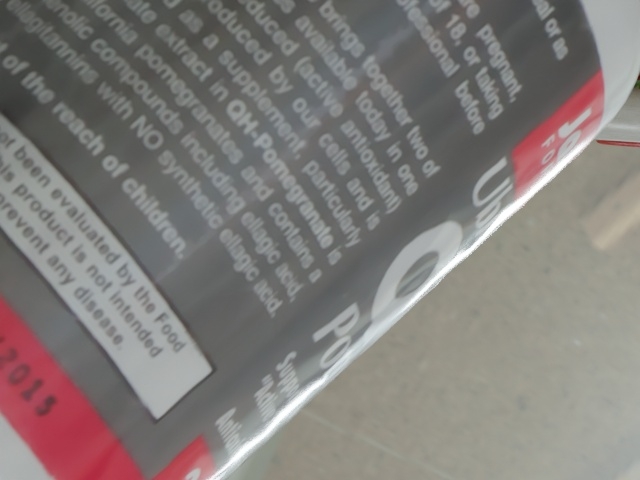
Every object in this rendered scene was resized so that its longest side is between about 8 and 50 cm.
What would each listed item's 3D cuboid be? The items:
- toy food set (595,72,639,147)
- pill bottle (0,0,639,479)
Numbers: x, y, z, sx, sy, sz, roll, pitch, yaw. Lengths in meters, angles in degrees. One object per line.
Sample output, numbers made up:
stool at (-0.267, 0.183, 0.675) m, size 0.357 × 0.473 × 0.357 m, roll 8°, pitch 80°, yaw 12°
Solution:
toy food set at (0.224, -0.110, 1.173) m, size 0.104 × 0.232 × 0.111 m, roll 5°, pitch -82°, yaw 10°
pill bottle at (-0.019, -0.057, 0.557) m, size 0.318 × 0.176 × 0.176 m, roll -42°, pitch -138°, yaw -15°
